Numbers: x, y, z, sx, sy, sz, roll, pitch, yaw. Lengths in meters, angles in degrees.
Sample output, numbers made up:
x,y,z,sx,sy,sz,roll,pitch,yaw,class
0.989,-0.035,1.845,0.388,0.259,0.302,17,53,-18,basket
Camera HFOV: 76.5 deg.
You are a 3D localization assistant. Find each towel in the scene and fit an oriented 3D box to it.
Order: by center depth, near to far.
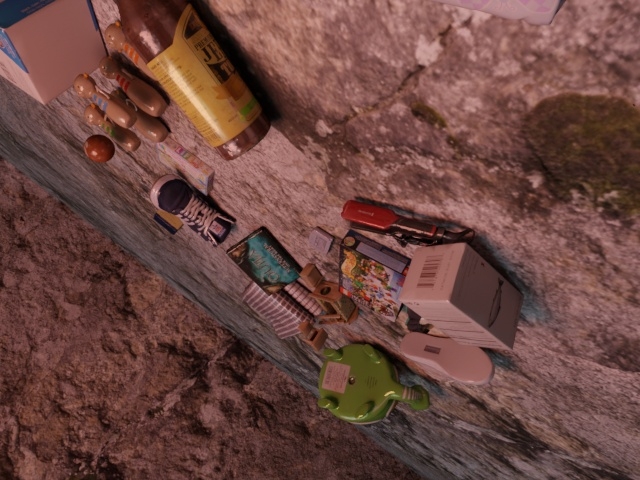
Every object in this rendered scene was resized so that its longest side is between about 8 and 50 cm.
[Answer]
x,y,z,sx,sy,sz,roll,pitch,yaw,class
-0.140,0.206,1.329,0.235,0.121,0.283,39,154,-4,towel

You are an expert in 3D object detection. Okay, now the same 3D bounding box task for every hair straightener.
x,y,z,sx,sy,sz,roll,pitch,yaw,class
0.151,-0.021,0.709,0.230,0.047,0.089,11,162,31,hair straightener

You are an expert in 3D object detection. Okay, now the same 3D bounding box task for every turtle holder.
x,y,z,sx,sy,sz,roll,pitch,yaw,class
0.164,0.455,1.306,0.320,0.243,0.227,-27,140,18,turtle holder

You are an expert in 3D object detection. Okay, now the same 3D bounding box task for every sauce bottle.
x,y,z,sx,sy,sz,roll,pitch,yaw,class
-0.211,-0.284,0.611,0.111,0.111,0.344,5,141,46,sauce bottle

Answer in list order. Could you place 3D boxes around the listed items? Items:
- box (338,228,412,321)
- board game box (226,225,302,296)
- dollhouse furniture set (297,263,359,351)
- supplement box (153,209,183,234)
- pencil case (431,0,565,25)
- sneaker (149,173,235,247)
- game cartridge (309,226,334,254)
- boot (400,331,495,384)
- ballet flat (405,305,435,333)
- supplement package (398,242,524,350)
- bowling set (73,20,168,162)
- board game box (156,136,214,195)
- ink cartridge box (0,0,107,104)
x,y,z,sx,sy,sz,roll,pitch,yaw,class
0.119,0.086,0.906,0.159,0.044,0.233,27,152,17,box
-0.152,0.062,1.122,0.126,0.026,0.186,-33,118,14,board game box
0.000,0.186,1.081,0.101,0.161,0.182,9,144,42,dollhouse furniture set
-0.467,-0.078,1.288,0.083,0.083,0.056,42,153,-12,supplement box
0.077,-0.258,0.309,0.273,0.113,0.124,25,143,20,pencil case
-0.329,-0.072,1.089,0.153,0.099,0.282,32,169,14,sneaker
0.000,0.000,0.939,0.056,0.017,0.083,29,153,5,game cartridge
0.322,0.299,0.986,0.123,0.095,0.258,43,162,-28,boot
0.222,0.155,0.870,0.074,0.074,0.203,25,158,22,ballet flat
0.238,0.096,0.679,0.179,0.105,0.105,35,155,-27,supplement package
-0.422,-0.270,0.803,0.154,0.200,0.287,39,150,-4,bowling set
-0.338,-0.188,1.017,0.154,0.026,0.103,37,154,-2,board game box
-0.563,-0.414,0.748,0.232,0.168,0.171,34,153,3,ink cartridge box
